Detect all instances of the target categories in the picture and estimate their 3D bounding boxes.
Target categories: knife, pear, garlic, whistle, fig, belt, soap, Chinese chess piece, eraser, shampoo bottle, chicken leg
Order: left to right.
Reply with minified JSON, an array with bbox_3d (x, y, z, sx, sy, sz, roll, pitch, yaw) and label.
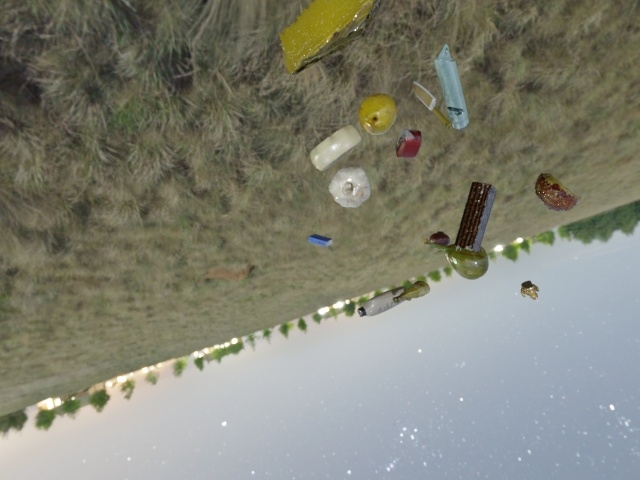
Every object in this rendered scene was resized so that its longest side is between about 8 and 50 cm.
[{"bbox_3d":[0.000,0.000,1.652,0.084,0.027,0.063,16,-162,24],"label":"eraser"},{"bbox_3d":[0.022,-0.736,1.356,0.338,0.169,0.304,-33,180,-12],"label":"soap"},{"bbox_3d":[0.073,-0.449,1.964,0.270,0.112,0.270,-36,-175,3],"label":"Chinese chess piece"},{"bbox_3d":[0.142,-0.245,1.851,0.199,0.199,0.226,-20,-174,4],"label":"garlic"},{"bbox_3d":[0.293,-0.642,2.072,0.208,0.209,0.209,-19,171,-3],"label":"pear"},{"bbox_3d":[0.286,0.290,1.881,0.256,0.078,0.127,-20,147,-23],"label":"shampoo bottle"},{"bbox_3d":[0.512,-0.572,2.406,0.124,0.128,0.201,0,153,-8],"label":"belt"},{"bbox_3d":[0.392,0.232,1.761,0.178,0.070,0.093,-23,154,-16],"label":"chicken leg"},{"bbox_3d":[0.389,-0.478,1.413,0.022,0.256,0.046,-13,145,-19],"label":"knife"},{"bbox_3d":[0.408,-0.463,1.255,0.062,0.062,0.312,-22,147,17],"label":"whistle"},{"bbox_3d":[0.525,0.064,1.599,0.259,0.152,0.151,14,176,9],"label":"fig"}]

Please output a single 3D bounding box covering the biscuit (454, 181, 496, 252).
[{"bbox_3d":[0.541,-0.076,1.419,0.070,0.252,0.106,18,-177,34],"label":"biscuit"}]

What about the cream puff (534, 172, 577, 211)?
[{"bbox_3d":[0.760,-0.153,1.328,0.084,0.149,0.149,-49,159,24],"label":"cream puff"}]

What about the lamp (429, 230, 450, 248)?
[{"bbox_3d":[0.589,-0.001,2.005,0.101,0.090,0.101,9,175,1],"label":"lamp"}]

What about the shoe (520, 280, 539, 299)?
[{"bbox_3d":[0.921,0.222,1.792,0.072,0.069,0.109,-26,178,-1],"label":"shoe"}]
